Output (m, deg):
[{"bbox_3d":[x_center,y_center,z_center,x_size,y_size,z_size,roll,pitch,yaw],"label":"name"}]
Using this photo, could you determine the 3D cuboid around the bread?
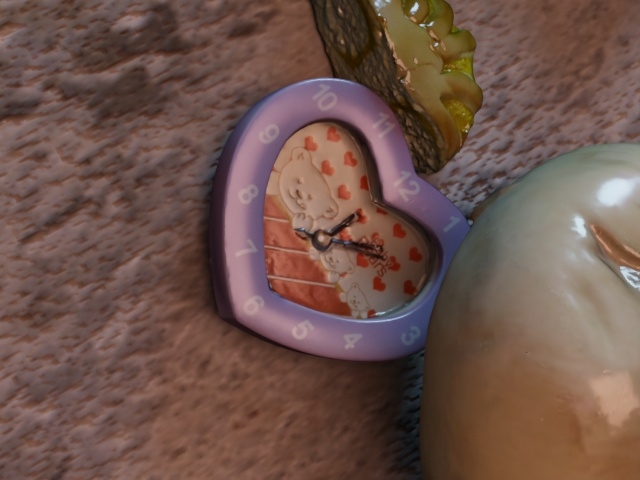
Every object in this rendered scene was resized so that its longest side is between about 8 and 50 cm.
[{"bbox_3d":[0.064,-0.123,1.006,0.094,0.083,0.157,-18,93,-32],"label":"bread"}]

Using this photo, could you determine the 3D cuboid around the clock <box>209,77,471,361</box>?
[{"bbox_3d":[0.000,0.000,0.978,0.172,0.064,0.198,-39,100,-16],"label":"clock"}]

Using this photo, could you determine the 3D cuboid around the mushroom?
[{"bbox_3d":[0.232,0.103,0.903,0.314,0.336,0.314,-20,113,-57],"label":"mushroom"}]
